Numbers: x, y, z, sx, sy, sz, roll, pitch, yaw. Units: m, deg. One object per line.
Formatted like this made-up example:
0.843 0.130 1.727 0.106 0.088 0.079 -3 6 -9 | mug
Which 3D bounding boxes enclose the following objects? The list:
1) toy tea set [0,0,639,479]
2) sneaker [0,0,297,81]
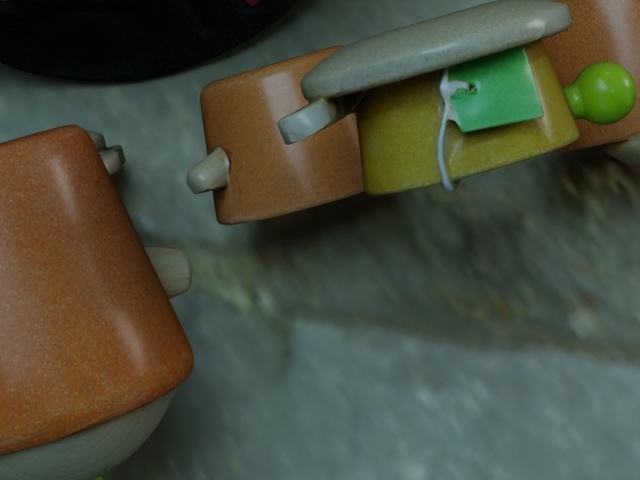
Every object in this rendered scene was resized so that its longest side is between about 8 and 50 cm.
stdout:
0.000 0.000 0.573 0.336 0.200 0.124 -16 96 4 | toy tea set
-0.151 -0.144 0.680 0.314 0.116 0.136 -3 65 10 | sneaker
